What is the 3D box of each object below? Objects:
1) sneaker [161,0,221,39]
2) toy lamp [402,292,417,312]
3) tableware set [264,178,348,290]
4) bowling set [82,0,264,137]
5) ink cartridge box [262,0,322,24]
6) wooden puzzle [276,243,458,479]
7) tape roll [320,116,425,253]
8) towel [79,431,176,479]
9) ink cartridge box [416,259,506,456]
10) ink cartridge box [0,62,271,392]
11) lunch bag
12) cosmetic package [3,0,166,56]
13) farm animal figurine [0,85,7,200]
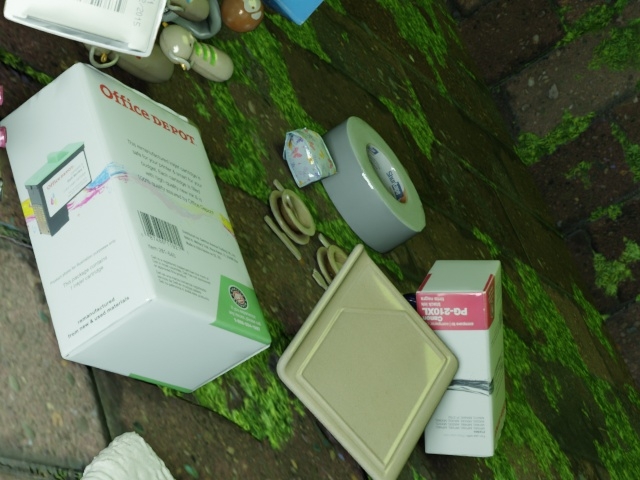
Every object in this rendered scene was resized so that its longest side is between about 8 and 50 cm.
[{"bbox_3d":[-0.227,-0.371,1.732,0.330,0.122,0.146,26,35,-56],"label":"sneaker"},{"bbox_3d":[0.106,0.138,1.828,0.080,0.080,0.274,56,20,-5],"label":"toy lamp"},{"bbox_3d":[0.000,0.000,1.837,0.194,0.039,0.128,50,21,-20],"label":"tableware set"},{"bbox_3d":[-0.185,-0.265,1.580,0.154,0.200,0.287,18,39,-59],"label":"bowling set"},{"bbox_3d":[-0.145,-0.511,1.826,0.395,0.166,0.285,42,2,-27],"label":"ink cartridge box"},{"bbox_3d":[0.060,0.158,1.628,0.238,0.044,0.221,52,50,-22],"label":"wooden puzzle"},{"bbox_3d":[0.080,-0.090,2.117,0.219,0.072,0.219,47,22,-25],"label":"tape roll"},{"bbox_3d":[-0.118,0.304,1.086,0.282,0.049,0.187,55,18,-4],"label":"towel"},{"bbox_3d":[0.200,0.162,1.832,0.172,0.100,0.237,-44,132,-70],"label":"ink cartridge box"},{"bbox_3d":[-0.184,-0.010,1.297,0.201,0.117,0.278,27,36,-55],"label":"ink cartridge box"},{"bbox_3d":[-0.021,-0.126,1.962,0.083,0.053,0.071,68,22,-1],"label":"lunch bag"},{"bbox_3d":[-0.244,-0.290,1.363,0.153,0.129,0.296,13,14,-15],"label":"cosmetic package"},{"bbox_3d":[-0.360,-0.210,1.086,0.326,0.172,0.330,97,-15,-46],"label":"farm animal figurine"}]
